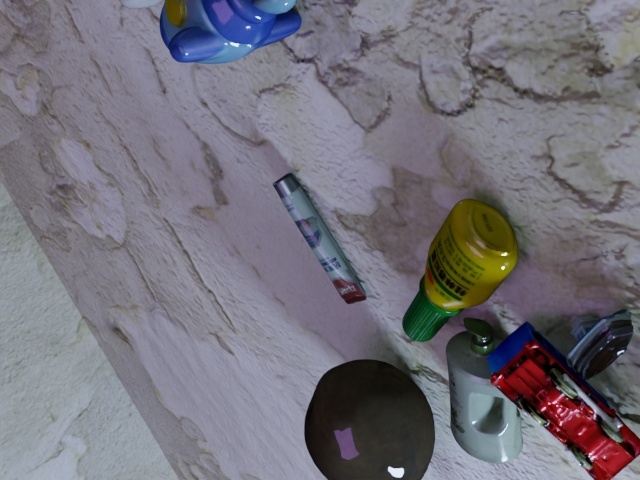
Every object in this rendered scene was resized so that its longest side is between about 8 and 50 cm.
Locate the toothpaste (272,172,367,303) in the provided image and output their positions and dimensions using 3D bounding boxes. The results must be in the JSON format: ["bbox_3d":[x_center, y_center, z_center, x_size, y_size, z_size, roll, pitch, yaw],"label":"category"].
[{"bbox_3d":[0.000,0.000,1.656,0.062,0.039,0.239,-17,108,53],"label":"toothpaste"}]

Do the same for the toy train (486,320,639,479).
[{"bbox_3d":[0.313,0.209,1.325,0.204,0.083,0.131,43,-168,-7],"label":"toy train"}]

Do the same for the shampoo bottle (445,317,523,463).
[{"bbox_3d":[0.234,0.207,1.471,0.118,0.087,0.234,33,145,40],"label":"shampoo bottle"}]

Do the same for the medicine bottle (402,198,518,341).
[{"bbox_3d":[0.180,0.056,1.404,0.111,0.076,0.309,58,155,20],"label":"medicine bottle"}]

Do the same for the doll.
[{"bbox_3d":[-0.169,-0.359,1.366,0.366,0.187,0.376,52,171,20],"label":"doll"}]

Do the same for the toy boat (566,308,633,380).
[{"bbox_3d":[0.337,0.120,1.263,0.140,0.059,0.066,104,154,-55],"label":"toy boat"}]

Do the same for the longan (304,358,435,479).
[{"bbox_3d":[0.075,0.311,1.690,0.246,0.215,0.246,13,110,40],"label":"longan"}]
